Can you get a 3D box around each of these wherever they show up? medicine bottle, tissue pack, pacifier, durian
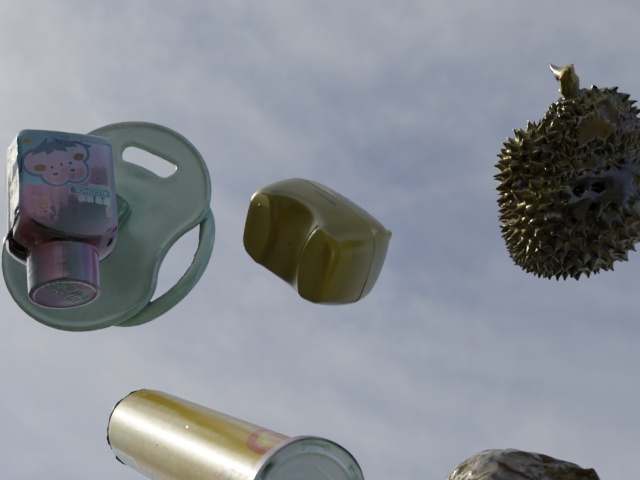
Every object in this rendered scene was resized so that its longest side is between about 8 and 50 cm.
[{"bbox_3d":[-0.104,0.208,1.152,0.108,0.108,0.426,49,-19,-19],"label":"medicine bottle"},{"bbox_3d":[0.000,0.000,1.515,0.178,0.127,0.123,36,-61,39],"label":"tissue pack"},{"bbox_3d":[-0.294,-0.040,1.659,0.288,0.343,0.269,23,-19,15],"label":"pacifier"},{"bbox_3d":[-0.295,-0.024,1.363,0.119,0.188,0.094,5,-29,-26],"label":"medicine bottle"},{"bbox_3d":[0.283,-0.065,1.291,0.193,0.138,0.237,-13,-69,-5],"label":"durian"}]

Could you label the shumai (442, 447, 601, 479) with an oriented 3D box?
[{"bbox_3d":[0.200,0.378,1.079,0.346,0.283,0.217,48,-43,5],"label":"shumai"}]
